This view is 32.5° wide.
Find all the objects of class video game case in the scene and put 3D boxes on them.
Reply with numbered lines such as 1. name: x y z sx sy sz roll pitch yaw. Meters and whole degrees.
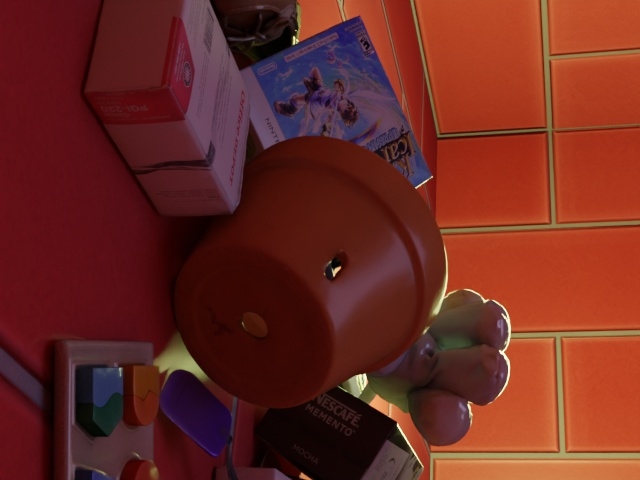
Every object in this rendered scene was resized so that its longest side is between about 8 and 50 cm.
1. video game case: 0.006 -0.136 1.419 0.269 0.061 0.244 -34 104 -42

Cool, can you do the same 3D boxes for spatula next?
1. spatula: -0.089 0.266 1.217 0.296 0.030 0.084 63 21 -23

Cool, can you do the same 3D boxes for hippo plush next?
1. hippo plush: 0.109 0.123 1.548 0.236 0.294 0.234 40 77 -26

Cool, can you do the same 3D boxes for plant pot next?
1. plant pot: -0.027 0.053 1.231 0.203 0.290 0.291 -43 132 -53

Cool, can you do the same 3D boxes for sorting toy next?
1. sorting toy: -0.183 0.186 0.981 0.208 0.038 0.193 26 62 -76

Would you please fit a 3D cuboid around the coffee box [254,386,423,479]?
1. coffee box: 0.036 0.304 1.594 0.119 0.168 0.297 -55 158 -12

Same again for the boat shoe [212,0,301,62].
1. boat shoe: -0.071 -0.279 1.430 0.285 0.104 0.089 -4 88 -78

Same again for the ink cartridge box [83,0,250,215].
1. ink cartridge box: -0.144 -0.145 1.099 0.218 0.092 0.159 65 26 -56

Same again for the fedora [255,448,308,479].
1. fedora: -0.042 0.382 1.497 0.194 0.079 0.194 -3 90 -78

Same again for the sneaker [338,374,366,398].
1. sneaker: 0.038 0.198 1.768 0.300 0.111 0.121 81 28 -47

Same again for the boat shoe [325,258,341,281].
1. boat shoe: 0.000 0.000 1.519 0.285 0.092 0.103 -70 154 -63

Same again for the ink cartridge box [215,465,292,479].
1. ink cartridge box: -0.079 0.380 1.327 0.140 0.082 0.191 58 34 -65
